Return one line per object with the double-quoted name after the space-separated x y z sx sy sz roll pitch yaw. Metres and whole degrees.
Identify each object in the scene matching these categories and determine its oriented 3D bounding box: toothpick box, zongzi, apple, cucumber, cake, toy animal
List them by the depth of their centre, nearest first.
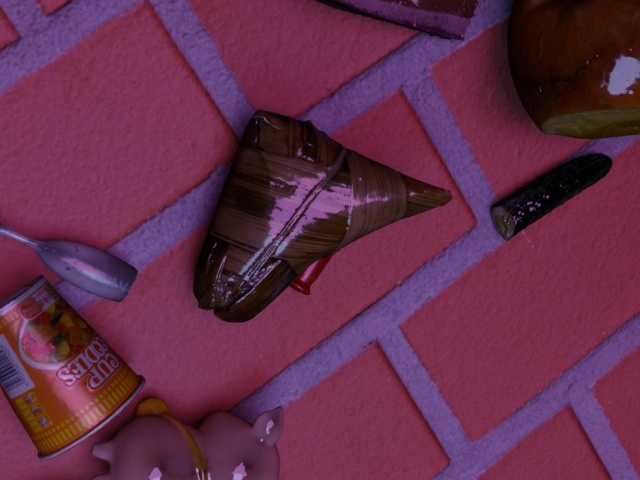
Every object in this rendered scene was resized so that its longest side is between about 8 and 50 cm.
-0.176 0.295 1.413 0.247 0.149 0.165 1 95 -12 "toy animal"
0.000 0.000 1.416 0.288 0.134 0.286 20 95 -5 "zongzi"
0.093 -0.355 1.459 0.295 0.112 0.116 9 100 -33 "cake"
0.458 -0.284 1.481 0.374 0.374 0.384 31 116 -21 "apple"
-0.014 0.032 1.484 0.047 0.047 0.083 36 85 -21 "toothpick box"
0.351 -0.075 1.601 0.214 0.052 0.058 -30 127 -14 "cucumber"

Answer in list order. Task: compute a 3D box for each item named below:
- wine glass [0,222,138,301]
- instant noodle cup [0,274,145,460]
-0.332 0.018 1.361 0.198 0.066 0.066 27 88 -24 "wine glass"
-0.338 0.150 1.336 0.168 0.168 0.185 -36 100 -12 "instant noodle cup"
